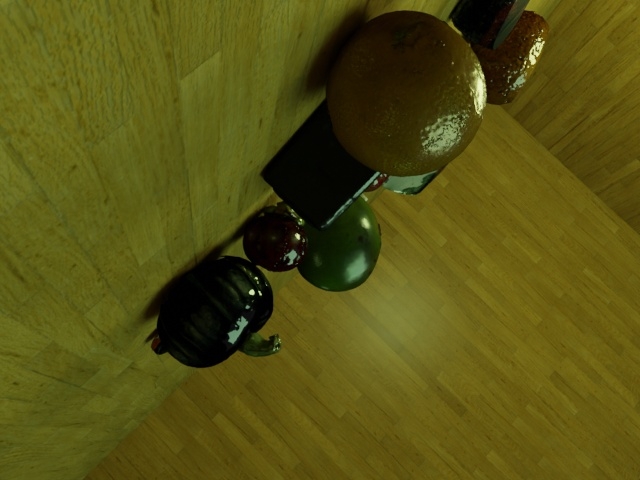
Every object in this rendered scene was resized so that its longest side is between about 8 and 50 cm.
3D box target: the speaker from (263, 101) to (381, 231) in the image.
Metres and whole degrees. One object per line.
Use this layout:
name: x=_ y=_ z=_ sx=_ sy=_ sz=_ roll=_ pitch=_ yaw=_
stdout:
speaker: x=0.049 y=-0.188 z=1.332 sx=0.388 sy=0.180 sz=0.184 roll=-46 pitch=-178 yaw=15

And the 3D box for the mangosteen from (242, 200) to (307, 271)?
mangosteen: x=-0.106 y=-0.012 z=1.587 sx=0.166 sy=0.166 sz=0.180 roll=15 pitch=94 yaw=-84

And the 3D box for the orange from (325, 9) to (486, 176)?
orange: x=0.141 y=-0.242 z=1.075 sx=0.274 sy=0.274 sz=0.274 roll=-45 pitch=175 yaw=-5

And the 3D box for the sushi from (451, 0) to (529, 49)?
sushi: x=0.403 y=-0.556 z=1.491 sx=0.136 sy=0.126 sz=0.225 roll=-42 pitch=168 yaw=-23

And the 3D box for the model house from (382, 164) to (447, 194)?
model house: x=0.316 y=-0.349 z=2.238 sx=0.271 sy=0.190 sz=0.300 roll=129 pitch=-32 yaw=-46

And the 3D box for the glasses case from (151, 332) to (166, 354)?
glasses case: x=-0.363 y=0.220 z=1.789 sx=0.267 sy=0.067 sz=0.103 roll=-42 pitch=175 yaw=-37

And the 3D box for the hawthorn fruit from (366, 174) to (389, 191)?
hawthorn fruit: x=0.115 y=-0.215 z=1.854 sx=0.162 sy=0.162 sz=0.203 roll=-44 pitch=-168 yaw=-15

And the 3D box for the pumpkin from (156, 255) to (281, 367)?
pumpkin: x=-0.227 y=0.193 z=1.518 sx=0.296 sy=0.296 sz=0.296 roll=-45 pitch=175 yaw=-5

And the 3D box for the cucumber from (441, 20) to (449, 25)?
cucumber: x=0.251 y=-0.441 z=1.504 sx=0.115 sy=0.062 sz=0.116 roll=-37 pitch=169 yaw=-37

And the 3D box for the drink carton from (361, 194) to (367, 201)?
drink carton: x=0.061 y=-0.103 z=2.447 sx=0.134 sy=0.102 sz=0.222 roll=-43 pitch=177 yaw=-45

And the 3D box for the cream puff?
cream puff: x=0.553 y=-0.567 z=1.962 sx=0.303 sy=0.212 sz=0.303 roll=-155 pitch=-90 yaw=-88

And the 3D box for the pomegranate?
pomegranate: x=0.000 y=0.000 z=1.798 sx=0.359 sy=0.309 sz=0.216 roll=-9 pitch=180 yaw=-5
